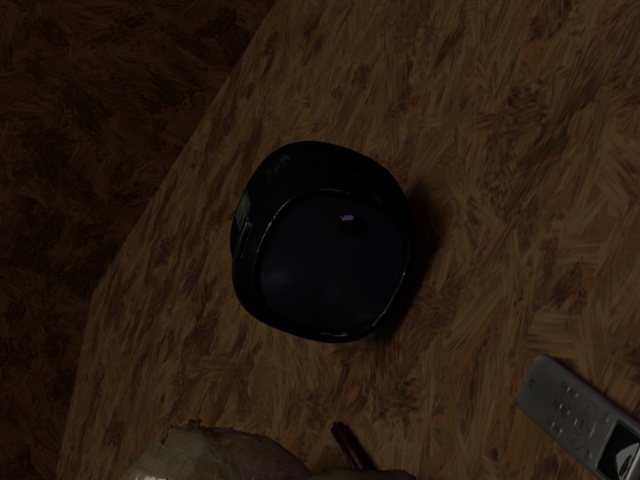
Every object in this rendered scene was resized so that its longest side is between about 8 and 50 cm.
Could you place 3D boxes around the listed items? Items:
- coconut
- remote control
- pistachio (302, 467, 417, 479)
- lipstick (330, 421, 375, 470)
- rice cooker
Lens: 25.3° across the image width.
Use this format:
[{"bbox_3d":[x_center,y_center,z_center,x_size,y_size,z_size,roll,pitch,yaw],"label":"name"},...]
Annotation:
[{"bbox_3d":[-0.138,0.377,1.906,0.297,0.297,0.255,-177,103,-71],"label":"coconut"},{"bbox_3d":[0.252,0.175,1.389,0.067,0.029,0.261,-68,18,7],"label":"remote control"},{"bbox_3d":[0.026,0.341,1.669,0.197,0.166,0.288,-48,6,-20],"label":"pistachio"},{"bbox_3d":[0.042,0.280,1.901,0.176,0.027,0.027,-130,62,-71],"label":"lipstick"},{"bbox_3d":[0.000,0.000,1.963,0.267,0.267,0.224,-65,18,16],"label":"rice cooker"}]
